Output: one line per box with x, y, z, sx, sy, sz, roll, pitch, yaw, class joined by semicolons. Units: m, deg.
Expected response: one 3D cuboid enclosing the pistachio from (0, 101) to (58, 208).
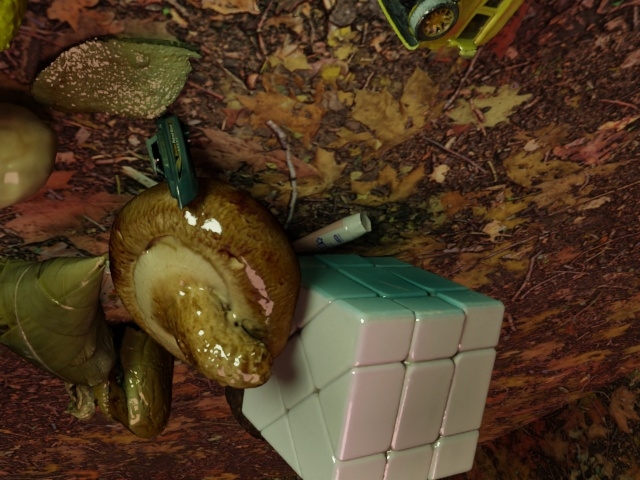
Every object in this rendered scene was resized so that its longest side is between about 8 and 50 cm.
-0.426;-0.094;0.771;0.223;0.126;0.152;-15;-175;9;pistachio

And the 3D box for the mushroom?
-0.178;0.060;0.969;0.345;0.345;0.239;-28;175;27;mushroom

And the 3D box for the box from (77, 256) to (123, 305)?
-0.354;0.085;1.172;0.220;0.032;0.122;10;142;-30;box

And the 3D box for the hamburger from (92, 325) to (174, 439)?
-0.403;0.327;1.390;0.132;0.211;0.309;-5;150;-1;hamburger

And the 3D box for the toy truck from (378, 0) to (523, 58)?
0.180;-0.311;0.603;0.157;0.124;0.272;-1;146;-34;toy truck

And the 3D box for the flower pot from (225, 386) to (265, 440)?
-0.100;0.273;1.362;0.266;0.267;0.267;-13;139;5;flower pot

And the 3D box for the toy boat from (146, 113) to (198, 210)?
-0.190;-0.097;0.818;0.060;0.141;0.055;-12;150;-13;toy boat

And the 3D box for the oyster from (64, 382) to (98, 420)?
-0.510;0.245;1.271;0.094;0.166;0.294;-16;149;-16;oyster

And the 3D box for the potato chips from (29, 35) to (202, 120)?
-0.244;-0.192;0.762;0.209;0.026;0.142;-25;143;19;potato chips

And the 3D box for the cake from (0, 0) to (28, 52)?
-0.378;-0.214;0.534;0.260;0.179;0.156;-18;148;17;cake

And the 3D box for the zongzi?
-0.389;0.138;1.053;0.300;0.145;0.274;-13;134;26;zongzi

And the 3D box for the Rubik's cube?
0.080;0.214;1.102;0.315;0.322;0.319;1;104;-32;Rubik's cube

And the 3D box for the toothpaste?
0.000;0.000;1.138;0.194;0.043;0.067;-23;156;30;toothpaste
